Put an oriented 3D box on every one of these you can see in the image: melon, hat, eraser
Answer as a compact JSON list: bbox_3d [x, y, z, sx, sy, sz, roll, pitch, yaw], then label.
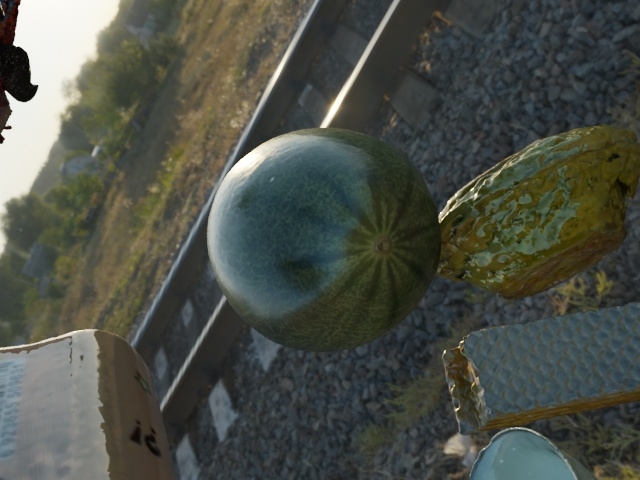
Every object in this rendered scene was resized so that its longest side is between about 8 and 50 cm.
[{"bbox_3d":[0.000,0.000,0.674,0.238,0.237,0.301,-70,18,-8],"label":"melon"},{"bbox_3d":[-0.375,-0.212,0.709,0.227,0.140,0.129,-50,51,18],"label":"hat"},{"bbox_3d":[-0.166,0.165,0.358,0.290,0.171,0.087,-134,36,-59],"label":"eraser"}]

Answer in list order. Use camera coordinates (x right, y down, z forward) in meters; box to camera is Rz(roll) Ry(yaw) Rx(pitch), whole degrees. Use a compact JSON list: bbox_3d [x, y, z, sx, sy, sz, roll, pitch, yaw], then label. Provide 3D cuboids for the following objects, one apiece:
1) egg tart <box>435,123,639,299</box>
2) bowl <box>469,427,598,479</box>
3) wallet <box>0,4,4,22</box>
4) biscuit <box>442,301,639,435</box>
[{"bbox_3d":[0.266,-0.016,0.758,0.294,0.293,0.123,-48,60,39],"label":"egg tart"},{"bbox_3d":[0.347,0.432,0.902,0.313,0.146,0.314,-173,90,-74],"label":"bowl"},{"bbox_3d":[-0.262,-0.164,0.161,0.377,0.197,0.051,62,-133,-84],"label":"wallet"},{"bbox_3d":[0.313,0.106,0.612,0.054,0.378,0.094,74,-174,-58],"label":"biscuit"}]
